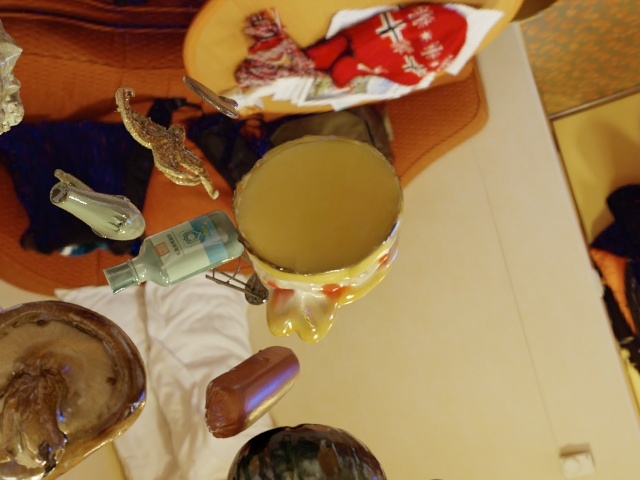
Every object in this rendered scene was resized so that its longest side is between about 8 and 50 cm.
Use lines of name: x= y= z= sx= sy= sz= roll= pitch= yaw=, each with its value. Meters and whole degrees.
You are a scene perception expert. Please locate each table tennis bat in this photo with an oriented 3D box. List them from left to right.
table tennis bat: x=-0.147 y=-0.280 z=1.142 sx=0.119 sy=0.107 sz=0.170 roll=-52 pitch=176 yaw=10

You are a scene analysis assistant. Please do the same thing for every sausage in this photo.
sausage: x=-0.117 y=0.268 z=1.239 sx=0.094 sy=0.097 sz=0.348 roll=-5 pitch=-177 yaw=16

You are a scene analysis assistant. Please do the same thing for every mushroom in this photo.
mushroom: x=-0.468 y=0.257 z=1.172 sx=0.345 sy=0.345 sz=0.259 roll=-7 pitch=155 yaw=-25

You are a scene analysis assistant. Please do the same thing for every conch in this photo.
conch: x=-0.438 y=-0.182 z=0.779 sx=0.178 sy=0.163 sz=0.245 roll=-39 pitch=-171 yaw=35

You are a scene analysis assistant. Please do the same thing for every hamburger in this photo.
hamburger: x=0.000 y=0.000 z=1.070 sx=0.261 sy=0.303 sz=0.186 roll=2 pitch=145 yaw=7

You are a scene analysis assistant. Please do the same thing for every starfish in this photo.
starfish: x=-0.230 y=-0.136 z=0.998 sx=0.053 sy=0.209 sz=0.150 roll=-37 pitch=-157 yaw=23

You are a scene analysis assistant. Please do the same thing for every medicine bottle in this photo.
medicine bottle: x=-0.226 y=0.023 z=1.038 sx=0.208 sy=0.090 sz=0.054 roll=-23 pitch=152 yaw=-18

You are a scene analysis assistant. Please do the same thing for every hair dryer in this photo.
hair dryer: x=-0.450 y=-0.084 z=1.257 sx=0.088 sy=0.225 sz=0.219 roll=-55 pitch=174 yaw=-1

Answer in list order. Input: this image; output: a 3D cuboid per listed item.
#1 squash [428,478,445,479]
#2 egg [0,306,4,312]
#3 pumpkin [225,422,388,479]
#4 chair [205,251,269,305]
squash: x=0.278 y=0.571 z=1.233 sx=0.118 sy=0.118 sz=0.370 roll=-9 pitch=-162 yaw=-15
egg: x=-0.750 y=0.217 z=1.345 sx=0.196 sy=0.196 sz=0.271 roll=-22 pitch=-166 yaw=41
pumpkin: x=-0.025 y=0.464 z=1.120 sx=0.315 sy=0.238 sz=0.315 roll=-7 pitch=127 yaw=-9
chair: x=-0.181 y=0.080 z=1.494 sx=0.104 sy=0.095 sz=0.221 roll=-29 pitch=143 yaw=24
